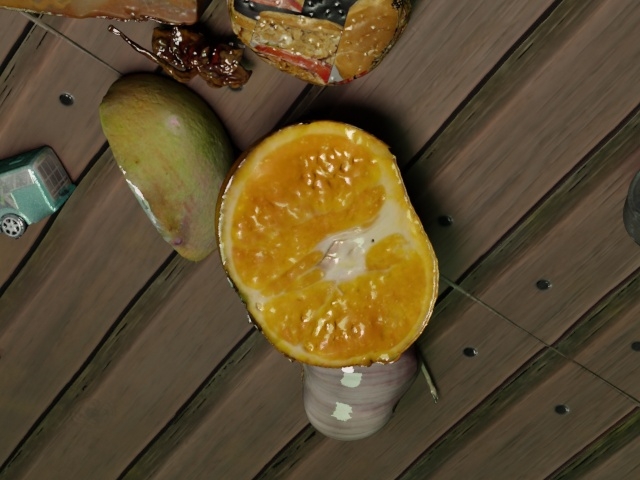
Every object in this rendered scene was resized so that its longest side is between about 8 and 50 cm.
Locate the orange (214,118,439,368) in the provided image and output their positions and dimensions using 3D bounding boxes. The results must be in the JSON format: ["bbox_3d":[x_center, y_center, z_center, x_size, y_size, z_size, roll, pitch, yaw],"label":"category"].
[{"bbox_3d":[0.002,-0.004,1.834,0.274,0.274,0.310,-6,147,17],"label":"orange"}]

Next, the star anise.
[{"bbox_3d":[-0.171,-0.231,1.780,0.190,0.070,0.097,25,174,-23],"label":"star anise"}]

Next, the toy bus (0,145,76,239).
[{"bbox_3d":[-0.466,-0.048,2.014,0.261,0.091,0.109,-15,113,22],"label":"toy bus"}]

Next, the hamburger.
[{"bbox_3d":[-0.008,-0.280,1.713,0.231,0.107,0.231,2,127,2],"label":"hamburger"}]

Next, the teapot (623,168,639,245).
[{"bbox_3d":[0.497,-0.007,1.793,0.203,0.171,0.225,-36,125,0],"label":"teapot"}]

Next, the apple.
[{"bbox_3d":[-0.177,-0.089,1.855,0.120,0.193,0.265,-23,118,16],"label":"apple"}]

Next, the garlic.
[{"bbox_3d":[0.053,0.174,2.056,0.207,0.207,0.256,-17,158,24],"label":"garlic"}]

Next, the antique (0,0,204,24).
[{"bbox_3d":[-0.284,-0.326,1.747,0.309,0.087,0.093,8,131,6],"label":"antique"}]
